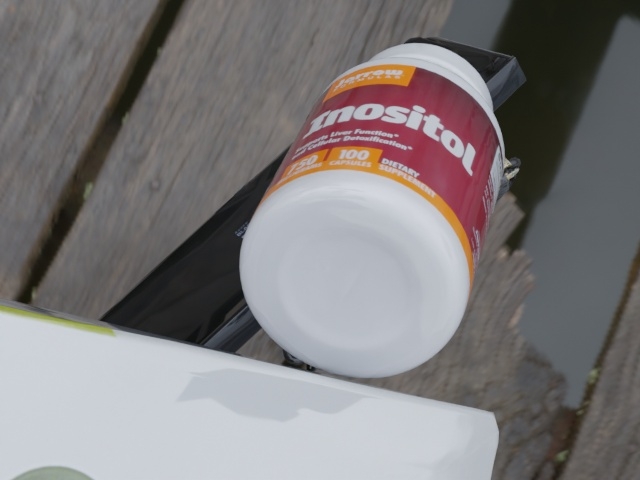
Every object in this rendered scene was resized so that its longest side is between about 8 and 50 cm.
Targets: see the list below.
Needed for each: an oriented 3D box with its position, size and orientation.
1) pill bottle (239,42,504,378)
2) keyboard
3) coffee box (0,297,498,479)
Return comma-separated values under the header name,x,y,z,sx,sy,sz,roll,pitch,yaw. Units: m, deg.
name,x,y,z,sx,sy,sz,roll,pitch,yaw
pill bottle,0.027,-0.020,0.625,0.086,0.086,0.152,26,33,-2
keyboard,0.000,0.000,0.909,0.317,0.201,0.033,-43,120,-11
coffee box,-0.185,0.182,0.614,0.334,0.338,0.338,16,84,-35
